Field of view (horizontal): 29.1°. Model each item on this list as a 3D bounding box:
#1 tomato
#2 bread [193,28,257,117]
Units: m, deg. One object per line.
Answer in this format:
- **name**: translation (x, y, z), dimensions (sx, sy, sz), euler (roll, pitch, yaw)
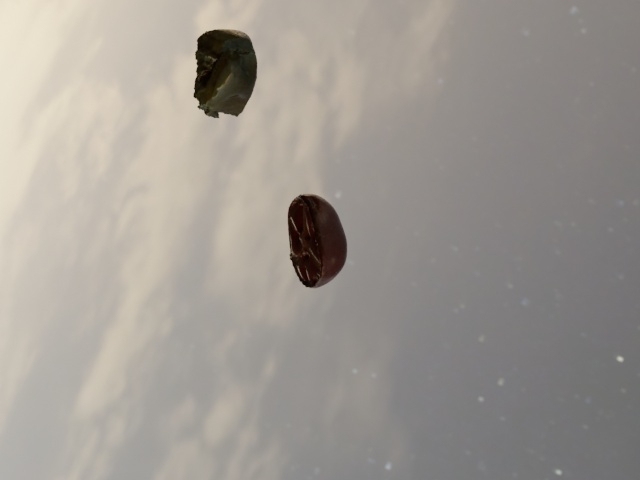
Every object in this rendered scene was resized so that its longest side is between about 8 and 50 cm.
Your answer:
- **tomato**: translation (0.000, 0.000, 1.976), dimensions (0.155, 0.069, 0.155), euler (171, -90, -69)
- **bread**: translation (-0.156, -0.290, 2.140), dimensions (0.110, 0.103, 0.156), euler (7, -76, 56)
